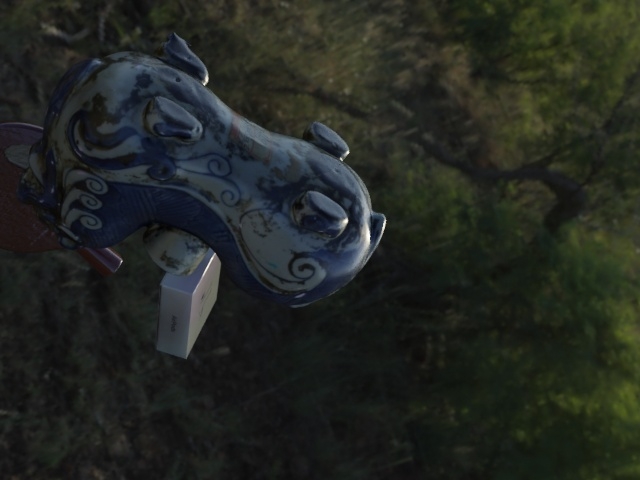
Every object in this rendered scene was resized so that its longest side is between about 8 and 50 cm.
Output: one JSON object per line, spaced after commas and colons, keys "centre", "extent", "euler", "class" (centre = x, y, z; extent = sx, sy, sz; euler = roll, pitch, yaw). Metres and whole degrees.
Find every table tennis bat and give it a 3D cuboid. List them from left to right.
{"centre": [-0.418, -0.050, 1.541], "extent": [0.310, 0.200, 0.038], "euler": [46, 8, -34], "class": "table tennis bat"}

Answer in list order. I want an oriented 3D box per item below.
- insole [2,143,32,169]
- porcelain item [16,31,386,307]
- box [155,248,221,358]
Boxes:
{"centre": [-0.263, -0.075, 1.373], "extent": [0.327, 0.007, 0.111], "euler": [18, 25, -2], "class": "insole"}
{"centre": [-0.097, -0.032, 0.838], "extent": [0.288, 0.186, 0.138], "euler": [28, 33, -22], "class": "porcelain item"}
{"centre": [-0.184, 0.073, 1.444], "extent": [0.129, 0.051, 0.130], "euler": [-68, 172, -49], "class": "box"}
